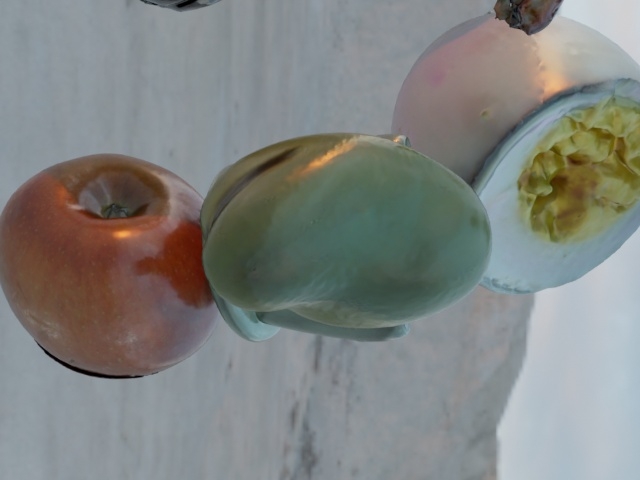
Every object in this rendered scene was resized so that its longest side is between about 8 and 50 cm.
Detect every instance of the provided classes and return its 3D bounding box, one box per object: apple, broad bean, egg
[{"bbox_3d":[-0.233,0.021,1.312,0.272,0.251,0.206,50,-22,36],"label":"apple"},{"bbox_3d":[0.025,-0.008,1.016,0.121,0.263,0.189,-116,-140,-53],"label":"broad bean"},{"bbox_3d":[0.246,-0.153,1.555,0.340,0.354,0.354,-126,-153,-44],"label":"egg"}]

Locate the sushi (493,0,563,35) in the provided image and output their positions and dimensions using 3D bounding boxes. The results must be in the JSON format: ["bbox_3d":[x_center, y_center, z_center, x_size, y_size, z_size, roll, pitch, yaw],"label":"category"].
[{"bbox_3d":[0.231,-0.301,1.076,0.097,0.226,0.103,42,0,33],"label":"sushi"}]

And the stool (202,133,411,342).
[{"bbox_3d":[0.000,0.000,1.221,0.195,0.198,0.195,-49,126,-62],"label":"stool"}]

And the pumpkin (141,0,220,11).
[{"bbox_3d":[-0.138,-0.397,1.221,0.296,0.295,0.296,1,90,-90],"label":"pumpkin"}]
